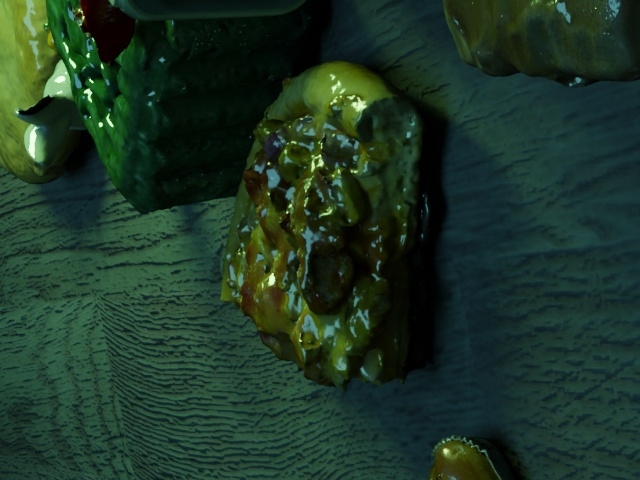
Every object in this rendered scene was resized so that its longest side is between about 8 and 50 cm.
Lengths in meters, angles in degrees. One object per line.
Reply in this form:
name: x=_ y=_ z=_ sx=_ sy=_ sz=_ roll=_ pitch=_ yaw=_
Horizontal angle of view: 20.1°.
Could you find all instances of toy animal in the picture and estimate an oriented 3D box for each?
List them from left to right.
toy animal: x=-0.250 y=-0.160 z=1.912 sx=0.127 sy=0.181 sz=0.131 roll=35 pitch=133 yaw=58

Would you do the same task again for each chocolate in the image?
chocolate: x=0.175 y=-0.140 z=1.019 sx=0.214 sy=0.148 sz=0.093 roll=24 pitch=129 yaw=64

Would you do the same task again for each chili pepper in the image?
chili pepper: x=-0.175 y=-0.198 z=1.436 sx=0.268 sy=0.050 sz=0.059 roll=94 pitch=166 yaw=-68

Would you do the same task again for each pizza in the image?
pizza: x=0.000 y=0.000 z=1.536 sx=0.409 sy=0.114 sz=0.278 roll=135 pitch=124 yaw=-66

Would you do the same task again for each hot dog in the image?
hot dog: x=0.136 y=0.240 z=1.406 sx=0.191 sy=0.059 sz=0.108 roll=64 pitch=158 yaw=23

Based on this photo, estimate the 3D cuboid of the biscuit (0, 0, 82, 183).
biscuit: x=-0.406 y=-0.284 z=2.298 sx=0.429 sy=0.104 sz=0.446 roll=-44 pitch=61 yaw=62

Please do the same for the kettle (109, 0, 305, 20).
kettle: x=-0.051 y=-0.270 z=1.338 sx=0.160 sy=0.243 sz=0.210 roll=41 pitch=139 yaw=54

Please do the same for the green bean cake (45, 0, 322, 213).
green bean cake: x=-0.144 y=-0.221 z=1.666 sx=0.300 sy=0.169 sz=0.308 roll=107 pitch=144 yaw=-49
